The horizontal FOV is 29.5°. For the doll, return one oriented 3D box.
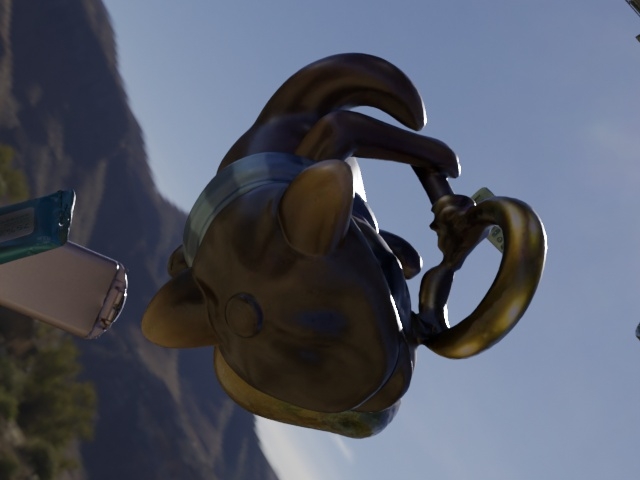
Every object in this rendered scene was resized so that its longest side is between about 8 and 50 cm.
[{"bbox_3d":[0.003,0.003,0.978,0.209,0.318,0.340,52,14,-18],"label":"doll"}]

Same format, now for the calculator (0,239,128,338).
[{"bbox_3d":[-0.310,0.046,1.407,0.175,0.100,0.032,25,-4,-14],"label":"calculator"}]

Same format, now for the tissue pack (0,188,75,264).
[{"bbox_3d":[-0.290,-0.003,1.106,0.085,0.138,0.028,-102,173,-51],"label":"tissue pack"}]

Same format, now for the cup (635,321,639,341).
[{"bbox_3d":[0.286,0.094,0.820,0.141,0.120,0.120,50,-11,-5],"label":"cup"}]

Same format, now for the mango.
[{"bbox_3d":[-0.012,0.156,1.463,0.316,0.192,0.146,20,-73,56],"label":"mango"}]

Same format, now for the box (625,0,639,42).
[{"bbox_3d":[0.276,-0.308,0.999,0.270,0.211,0.045,51,11,4],"label":"box"}]

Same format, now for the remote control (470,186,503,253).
[{"bbox_3d":[0.245,-0.019,1.651,0.124,0.053,0.018,49,6,31],"label":"remote control"}]
